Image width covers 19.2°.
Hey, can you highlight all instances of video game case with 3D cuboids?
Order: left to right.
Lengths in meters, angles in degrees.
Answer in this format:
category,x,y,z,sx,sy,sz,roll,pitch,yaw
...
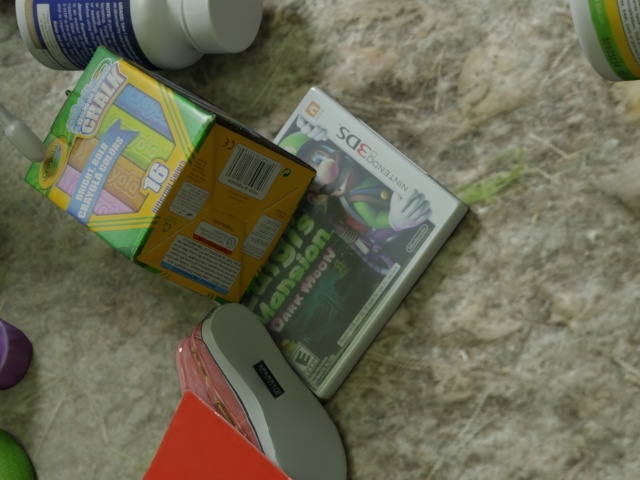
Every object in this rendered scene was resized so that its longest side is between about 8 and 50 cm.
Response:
category,x,y,z,sx,sy,sz,roll,pitch,yaw
video game case,0.000,0.000,1.502,0.173,0.022,0.190,41,101,29

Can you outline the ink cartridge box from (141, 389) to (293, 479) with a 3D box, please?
category,x,y,z,sx,sy,sz,roll,pitch,yaw
ink cartridge box,-0.112,0.355,1.428,0.308,0.091,0.385,39,109,30

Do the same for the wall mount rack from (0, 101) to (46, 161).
category,x,y,z,sx,sy,sz,roll,pitch,yaw
wall mount rack,-0.355,-0.186,1.535,0.350,0.130,0.304,-18,79,47

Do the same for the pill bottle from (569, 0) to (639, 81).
category,x,y,z,sx,sy,sz,roll,pitch,yaw
pill bottle,0.306,-0.190,1.303,0.245,0.136,0.136,-5,78,28

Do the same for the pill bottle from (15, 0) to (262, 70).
category,x,y,z,sx,sy,sz,roll,pitch,yaw
pill bottle,-0.149,-0.197,1.571,0.186,0.112,0.112,3,82,30

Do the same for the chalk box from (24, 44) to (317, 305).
category,x,y,z,sx,sy,sz,roll,pitch,yaw
chalk box,-0.135,-0.060,1.512,0.213,0.132,0.132,33,95,44

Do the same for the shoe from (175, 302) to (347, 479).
category,x,y,z,sx,sy,sz,roll,pitch,yaw
shoe,-0.049,0.138,1.484,0.178,0.063,0.081,58,144,5

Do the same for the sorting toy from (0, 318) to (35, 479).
category,x,y,z,sx,sy,sz,roll,pitch,yaw
sorting toy,-0.327,0.237,1.578,0.127,0.126,0.365,4,83,30
